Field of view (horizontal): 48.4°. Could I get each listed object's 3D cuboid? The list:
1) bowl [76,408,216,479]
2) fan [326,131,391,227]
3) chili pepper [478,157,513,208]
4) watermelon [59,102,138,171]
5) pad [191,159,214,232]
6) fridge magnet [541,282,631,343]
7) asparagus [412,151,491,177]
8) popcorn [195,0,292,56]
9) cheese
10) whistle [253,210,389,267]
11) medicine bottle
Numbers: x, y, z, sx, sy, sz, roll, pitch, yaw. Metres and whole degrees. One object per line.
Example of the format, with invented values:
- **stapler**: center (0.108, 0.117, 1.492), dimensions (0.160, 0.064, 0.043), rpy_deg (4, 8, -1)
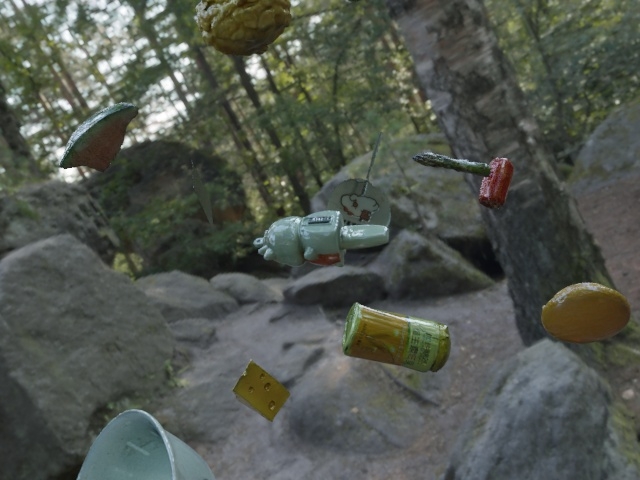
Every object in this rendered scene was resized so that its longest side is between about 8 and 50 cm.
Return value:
- **bowl**: center (-0.261, 0.508, 1.165), dimensions (0.435, 0.196, 0.434), rpy_deg (-32, 48, 44)
- **fan**: center (0.125, -0.146, 1.989), dimensions (0.191, 0.329, 0.009), rpy_deg (20, 20, 16)
- **chili pepper**: center (0.439, -0.144, 1.776), dimensions (0.073, 0.071, 0.123), rpy_deg (56, -128, -73)
- **watermelon**: center (-0.392, -0.196, 1.273), dimensions (0.155, 0.080, 0.101), rpy_deg (-49, 36, 19)
- **pad**: center (-0.268, -0.103, 1.618), dimensions (0.004, 0.116, 0.193), rpy_deg (-22, 28, -1)
- **fridge magnet**: center (0.444, 0.122, 1.194), dimensions (0.143, 0.143, 0.063), rpy_deg (-25, 37, 28)
- **asparagus**: center (0.271, -0.159, 1.476), dimensions (0.165, 0.030, 0.036), rpy_deg (13, 21, 16)
- **popcorn**: center (-0.188, -0.579, 1.822), dimensions (0.250, 0.190, 0.250), rpy_deg (-14, -6, -2)
- **cheese**: center (-0.171, 0.370, 1.810), dimensions (0.126, 0.171, 0.093), rpy_deg (25, 71, 30)
- **whistle**: center (0.000, -0.002, 1.309), dimensions (0.253, 0.101, 0.106), rpy_deg (-5, -25, 11)
- **medicine bottle**: center (0.174, 0.222, 1.594), dimensions (0.239, 0.124, 0.124), rpy_deg (13, 9, -4)
